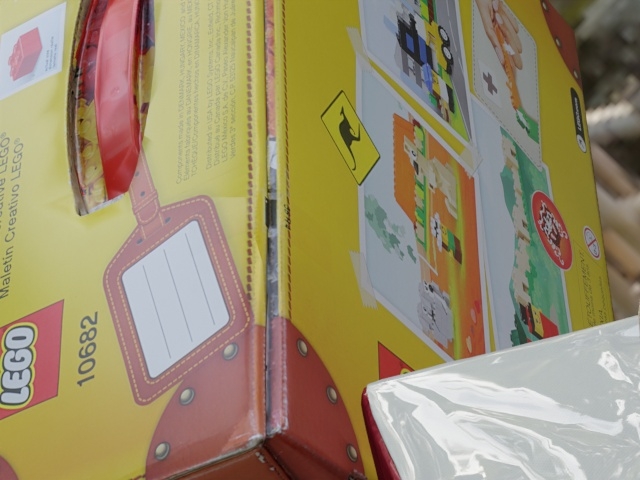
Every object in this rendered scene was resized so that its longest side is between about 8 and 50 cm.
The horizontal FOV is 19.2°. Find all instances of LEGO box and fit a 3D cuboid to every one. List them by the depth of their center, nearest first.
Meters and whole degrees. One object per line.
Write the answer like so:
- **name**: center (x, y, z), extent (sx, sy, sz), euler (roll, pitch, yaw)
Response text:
- **LEGO box**: center (0.000, 0.000, 1.052), extent (0.193, 0.372, 0.500), euler (-23, 48, 26)

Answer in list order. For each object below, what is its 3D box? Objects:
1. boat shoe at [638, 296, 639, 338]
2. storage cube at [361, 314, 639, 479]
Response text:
- **boat shoe**: center (0.123, 0.092, 0.450), extent (0.073, 0.073, 0.207), euler (-14, 63, 23)
- **storage cube**: center (0.134, 0.149, 0.666), extent (0.215, 0.193, 0.184), euler (-15, 24, 0)
